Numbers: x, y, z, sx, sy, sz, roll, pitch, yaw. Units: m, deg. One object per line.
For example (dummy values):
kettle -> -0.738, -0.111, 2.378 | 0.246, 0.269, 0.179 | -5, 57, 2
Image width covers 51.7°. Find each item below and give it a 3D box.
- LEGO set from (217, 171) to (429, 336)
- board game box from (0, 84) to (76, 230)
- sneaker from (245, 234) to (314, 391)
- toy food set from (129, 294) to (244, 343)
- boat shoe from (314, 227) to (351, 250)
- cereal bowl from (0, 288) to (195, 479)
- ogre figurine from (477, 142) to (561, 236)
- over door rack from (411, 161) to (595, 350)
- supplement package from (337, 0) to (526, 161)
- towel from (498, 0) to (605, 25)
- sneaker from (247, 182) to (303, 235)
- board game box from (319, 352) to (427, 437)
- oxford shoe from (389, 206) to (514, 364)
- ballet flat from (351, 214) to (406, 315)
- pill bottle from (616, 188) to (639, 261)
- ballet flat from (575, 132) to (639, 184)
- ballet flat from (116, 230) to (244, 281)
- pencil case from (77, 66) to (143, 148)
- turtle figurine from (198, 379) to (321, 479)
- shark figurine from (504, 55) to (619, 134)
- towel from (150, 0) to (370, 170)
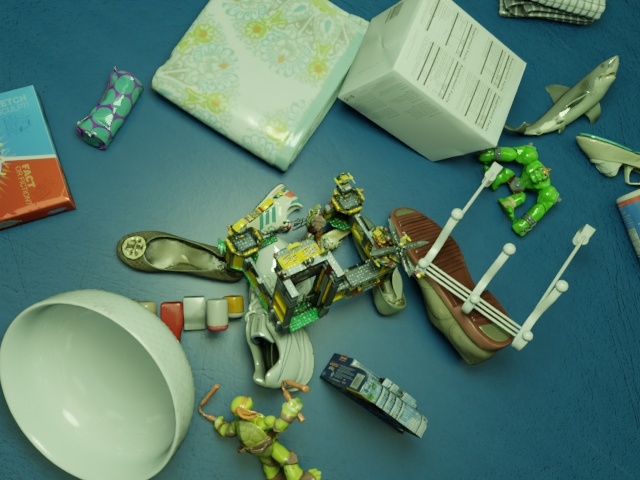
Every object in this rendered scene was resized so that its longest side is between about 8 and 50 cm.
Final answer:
LEGO set -> 0.000, 0.000, 1.137 | 0.331, 0.192, 0.255 | -15, 64, -18
board game box -> -0.648, -0.129, 1.220 | 0.317, 0.064, 0.242 | -19, 82, -13
sneaker -> -0.083, 0.130, 1.216 | 0.111, 0.129, 0.297 | -16, 77, 25
toy food set -> -0.254, 0.159, 1.208 | 0.232, 0.111, 0.104 | -2, 91, -11
boat shoe -> 0.000, 0.018, 1.307 | 0.153, 0.056, 0.048 | -32, 95, -13
cereal bowl -> -0.355, 0.230, 1.114 | 0.339, 0.141, 0.339 | 6, 110, 17
ogre figurine -> 0.421, -0.123, 1.389 | 0.118, 0.097, 0.197 | -26, 68, 4
over door rack -> 0.349, 0.008, 1.220 | 0.239, 0.108, 0.324 | 36, 60, 9
supplement package -> 0.218, -0.315, 1.297 | 0.263, 0.199, 0.198 | 30, 74, -24
towel -> 0.522, -0.626, 1.494 | 0.235, 0.121, 0.283 | 8, 76, -10
sneaker -> -0.099, -0.034, 1.297 | 0.075, 0.057, 0.161 | 38, 72, 5
board game box -> 0.119, 0.295, 1.221 | 0.194, 0.194, 0.060 | 38, 76, -15
oxford shoe -> 0.225, 0.090, 1.298 | 0.123, 0.130, 0.348 | -13, 59, -32
ballet flat -> 0.122, 0.042, 1.309 | 0.072, 0.068, 0.213 | -11, 81, -37
pill bottle -> 0.725, -0.007, 1.396 | 0.124, 0.124, 0.221 | -18, 82, -13
ballet flat -> 0.667, -0.168, 1.447 | 0.248, 0.086, 0.086 | 13, 77, -8
ballet flat -> -0.261, 0.031, 1.256 | 0.250, 0.058, 0.084 | 13, 76, -7
pencil case -> -0.410, -0.256, 1.286 | 0.070, 0.064, 0.151 | 33, 74, -19
turtle figurine -> -0.090, 0.344, 1.148 | 0.217, 0.270, 0.087 | 58, 35, -15
shark figurine -> 0.507, -0.297, 1.450 | 0.278, 0.166, 0.116 | -30, 59, 3
towel -> -0.108, -0.369, 1.352 | 0.321, 0.090, 0.374 | 31, 75, 1
